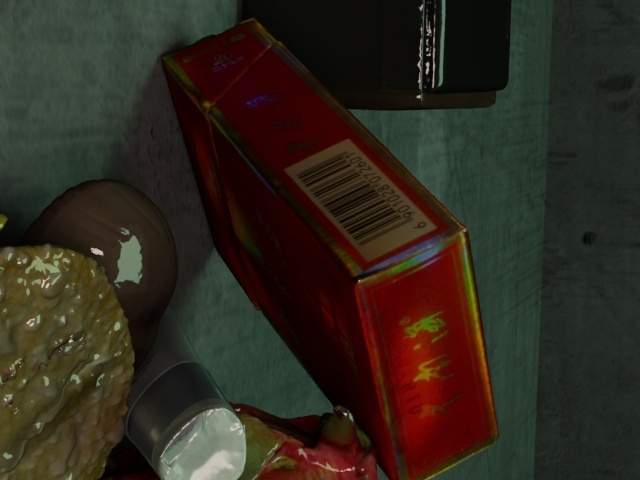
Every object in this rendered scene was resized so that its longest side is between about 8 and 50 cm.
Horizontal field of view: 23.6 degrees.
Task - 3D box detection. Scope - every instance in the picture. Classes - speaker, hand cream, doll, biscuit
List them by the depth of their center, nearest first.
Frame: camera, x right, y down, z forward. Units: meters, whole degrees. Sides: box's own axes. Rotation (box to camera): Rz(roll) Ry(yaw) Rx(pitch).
[{"bbox_3d":[-0.178,0.100,0.798,0.220,0.033,0.220,-33,138,-36],"label":"biscuit"},{"bbox_3d":[-0.155,0.024,0.877,0.145,0.096,0.188,-59,148,-5],"label":"doll"},{"bbox_3d":[-0.095,0.093,0.928,0.048,0.079,0.255,50,-7,-19],"label":"hand cream"},{"bbox_3d":[0.050,-0.193,1.339,0.231,0.193,0.153,-16,109,-67],"label":"speaker"}]

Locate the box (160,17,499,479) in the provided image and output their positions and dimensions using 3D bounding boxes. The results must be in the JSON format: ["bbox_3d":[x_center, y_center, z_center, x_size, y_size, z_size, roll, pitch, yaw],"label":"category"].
[{"bbox_3d":[0.000,0.001,1.082,0.313,0.089,0.197,50,-19,47],"label":"box"}]

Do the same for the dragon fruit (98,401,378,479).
[{"bbox_3d":[-0.063,0.221,0.991,0.303,0.237,0.231,-20,98,-69],"label":"dragon fruit"}]
